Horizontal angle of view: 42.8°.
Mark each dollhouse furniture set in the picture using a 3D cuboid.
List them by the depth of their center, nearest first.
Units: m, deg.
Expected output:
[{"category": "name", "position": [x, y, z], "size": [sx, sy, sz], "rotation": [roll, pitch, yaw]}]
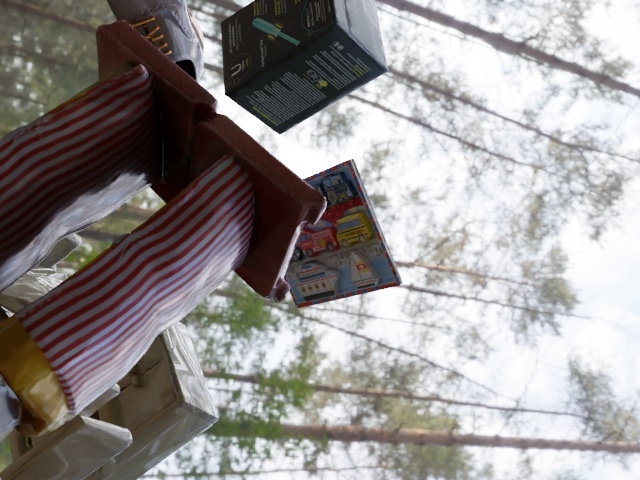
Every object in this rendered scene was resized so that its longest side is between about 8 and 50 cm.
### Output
[{"category": "dollhouse furniture set", "position": [-0.103, -0.043, 0.290], "size": [0.152, 0.201, 0.374], "rotation": [43, -27, 11]}, {"category": "dollhouse furniture set", "position": [-0.344, 0.144, 0.889], "size": [0.256, 0.394, 0.362], "rotation": [-38, -132, 9]}]

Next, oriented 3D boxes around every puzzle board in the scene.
[{"category": "puzzle board", "position": [0.000, 0.000, 0.619], "size": [0.128, 0.011, 0.096], "rotation": [-18, -85, 52]}]

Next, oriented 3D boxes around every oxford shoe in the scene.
[{"category": "oxford shoe", "position": [-0.280, -0.373, 1.396], "size": [0.130, 0.364, 0.133], "rotation": [-15, -113, 11]}]

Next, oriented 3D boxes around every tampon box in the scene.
[{"category": "tampon box", "position": [-0.022, -0.222, 0.938], "size": [0.161, 0.101, 0.120], "rotation": [-25, -127, 29]}]
